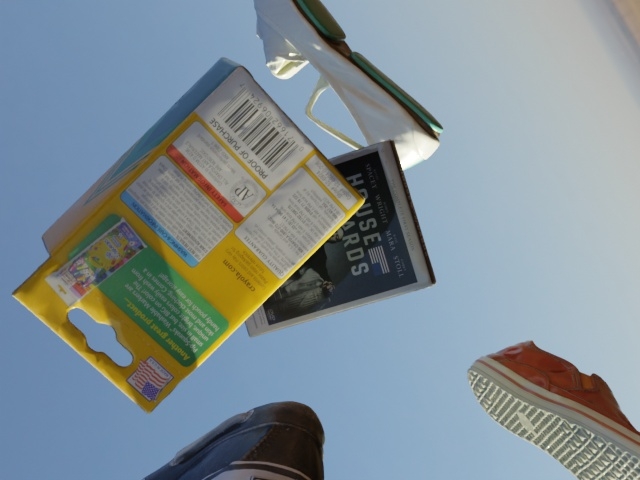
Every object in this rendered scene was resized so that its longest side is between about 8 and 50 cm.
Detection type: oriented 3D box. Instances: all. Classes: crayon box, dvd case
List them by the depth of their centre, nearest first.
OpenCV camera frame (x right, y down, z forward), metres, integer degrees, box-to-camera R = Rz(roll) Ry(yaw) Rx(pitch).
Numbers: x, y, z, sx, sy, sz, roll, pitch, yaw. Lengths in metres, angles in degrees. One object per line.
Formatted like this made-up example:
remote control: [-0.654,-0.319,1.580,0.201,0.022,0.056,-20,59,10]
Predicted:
crayon box: [-0.140,-0.006,1.306,0.203,0.323,0.083,46,177,-24]
dvd case: [0.000,0.000,1.486,0.029,0.238,0.179,-13,-94,-72]

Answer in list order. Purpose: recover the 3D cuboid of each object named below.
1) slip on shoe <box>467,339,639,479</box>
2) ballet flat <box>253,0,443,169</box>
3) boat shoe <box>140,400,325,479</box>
slip on shoe: [0.294,0.195,1.383,0.331,0.101,0.123,31,148,56]
ballet flat: [0.002,-0.248,1.792,0.400,0.139,0.139,48,-166,8]
boat shoe: [-0.104,0.200,0.798,0.113,0.306,0.105,30,-142,-16]
